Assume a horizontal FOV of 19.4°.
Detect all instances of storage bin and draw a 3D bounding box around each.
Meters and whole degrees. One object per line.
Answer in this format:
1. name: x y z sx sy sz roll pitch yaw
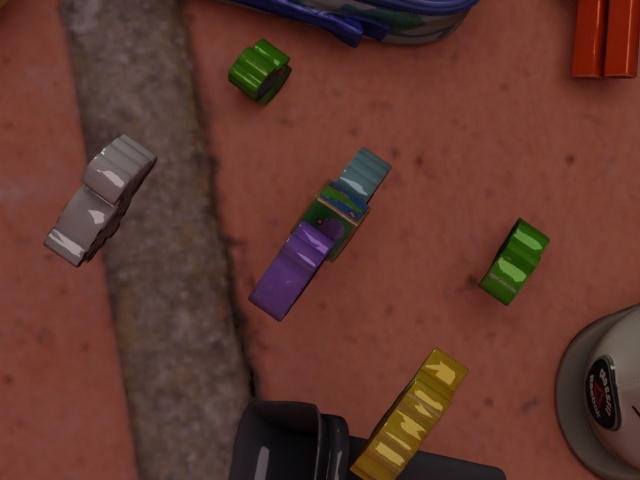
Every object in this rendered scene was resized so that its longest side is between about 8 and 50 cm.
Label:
1. storage bin: 0.018 0.124 0.806 0.091 0.135 0.098 10 83 -15

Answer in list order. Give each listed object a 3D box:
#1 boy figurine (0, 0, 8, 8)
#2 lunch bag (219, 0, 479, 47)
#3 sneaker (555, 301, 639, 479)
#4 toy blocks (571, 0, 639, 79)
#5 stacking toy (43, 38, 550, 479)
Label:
1. boy figurine: -0.178 -0.231 0.826 0.177 0.092 0.285 -14 84 15
2. lunch bag: -0.011 -0.192 0.878 0.219 0.090 0.176 16 81 -3
3. sneaker: 0.283 0.046 0.844 0.330 0.146 0.122 -14 81 -11
4. toy blocks: 0.173 -0.101 0.900 0.123 0.054 0.148 2 86 -3
5. stacking toy: 0.000 0.000 0.801 0.167 0.221 0.052 36 118 3
